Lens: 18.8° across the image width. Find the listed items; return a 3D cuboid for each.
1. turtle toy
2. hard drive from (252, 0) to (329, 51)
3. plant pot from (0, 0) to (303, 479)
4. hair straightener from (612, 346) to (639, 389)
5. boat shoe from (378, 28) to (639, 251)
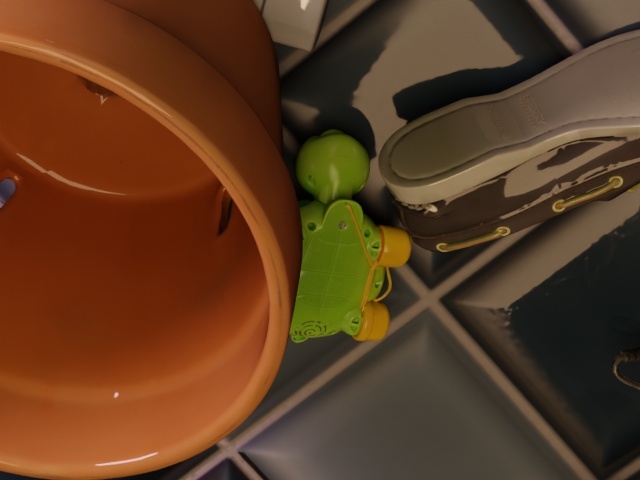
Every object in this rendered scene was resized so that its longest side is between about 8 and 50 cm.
[{"bbox_3d":[0.000,0.000,1.140,0.095,0.066,0.130,8,111,-21],"label":"turtle toy"},{"bbox_3d":[-0.142,-0.263,1.067,0.353,0.047,0.233,16,112,1],"label":"hard drive"},{"bbox_3d":[-0.140,-0.044,1.040,0.291,0.203,0.291,7,130,8],"label":"plant pot"},{"bbox_3d":[0.256,0.012,1.101,0.047,0.089,0.230,42,110,-17],"label":"hair straightener"},{"bbox_3d":[0.149,-0.057,1.098,0.228,0.081,0.068,-18,131,7],"label":"boat shoe"}]
